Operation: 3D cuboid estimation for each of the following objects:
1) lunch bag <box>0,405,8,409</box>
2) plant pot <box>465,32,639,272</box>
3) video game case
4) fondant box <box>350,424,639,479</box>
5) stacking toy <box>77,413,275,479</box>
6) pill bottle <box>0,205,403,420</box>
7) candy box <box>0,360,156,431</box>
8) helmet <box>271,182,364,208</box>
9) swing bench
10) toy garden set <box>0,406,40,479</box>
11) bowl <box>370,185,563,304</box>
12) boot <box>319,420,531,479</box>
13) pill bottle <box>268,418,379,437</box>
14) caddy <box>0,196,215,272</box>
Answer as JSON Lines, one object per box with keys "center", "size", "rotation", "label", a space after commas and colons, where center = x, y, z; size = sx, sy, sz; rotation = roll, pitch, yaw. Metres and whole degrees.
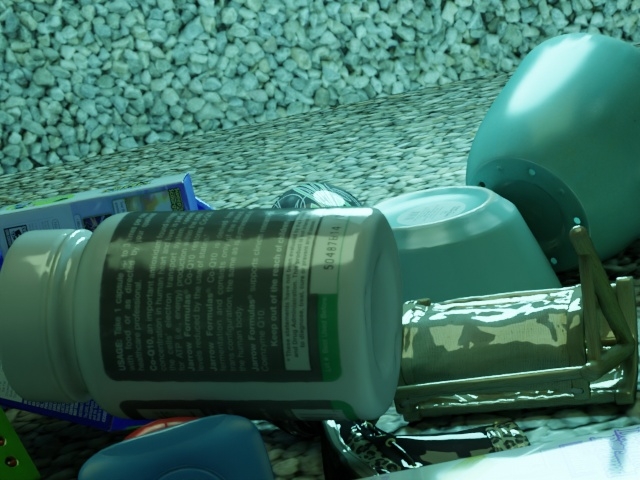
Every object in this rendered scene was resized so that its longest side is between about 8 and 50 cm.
{"center": [-0.630, 0.109, 2.077], "size": [0.385, 0.328, 0.239], "rotation": [-15, 17, -20], "label": "lunch bag"}
{"center": [0.330, -0.094, 2.188], "size": [0.293, 0.293, 0.235], "rotation": [1, 35, 41], "label": "plant pot"}
{"center": [-0.254, 0.068, 2.029], "size": [0.244, 0.269, 0.061], "rotation": [-10, 14, 8], "label": "video game case"}
{"center": [0.183, 0.254, 1.339], "size": [0.330, 0.096, 0.238], "rotation": [-10, 15, 2], "label": "fondant box"}
{"center": [-0.151, 0.243, 1.590], "size": [0.175, 0.165, 0.302], "rotation": [-15, 4, -12], "label": "stacking toy"}
{"center": [-0.113, 0.071, 1.569], "size": [0.361, 0.204, 0.204], "rotation": [-1, 17, 13], "label": "pill bottle"}
{"center": [-0.322, 0.126, 1.853], "size": [0.317, 0.122, 0.268], "rotation": [12, -1, 16], "label": "candy box"}
{"center": [0.000, 0.000, 2.295], "size": [0.169, 0.161, 0.169], "rotation": [-11, 15, 3], "label": "helmet"}
{"center": [0.189, 0.103, 1.715], "size": [0.253, 0.165, 0.255], "rotation": [-8, -17, 20], "label": "swing bench"}
{"center": [-0.389, 0.279, 1.609], "size": [0.244, 0.204, 0.049], "rotation": [-17, -27, -39], "label": "toy garden set"}
{"center": [0.146, 0.033, 2.061], "size": [0.311, 0.163, 0.311], "rotation": [-12, 15, 3], "label": "bowl"}
{"center": [0.098, 0.214, 1.592], "size": [0.179, 0.085, 0.236], "rotation": [-10, 14, -10], "label": "boot"}
{"center": [-0.035, 0.147, 1.821], "size": [0.123, 0.123, 0.219], "rotation": [-23, 32, -36], "label": "pill bottle"}
{"center": [-0.267, 0.056, 2.153], "size": [0.341, 0.241, 0.179], "rotation": [-13, 10, -3], "label": "caddy"}
